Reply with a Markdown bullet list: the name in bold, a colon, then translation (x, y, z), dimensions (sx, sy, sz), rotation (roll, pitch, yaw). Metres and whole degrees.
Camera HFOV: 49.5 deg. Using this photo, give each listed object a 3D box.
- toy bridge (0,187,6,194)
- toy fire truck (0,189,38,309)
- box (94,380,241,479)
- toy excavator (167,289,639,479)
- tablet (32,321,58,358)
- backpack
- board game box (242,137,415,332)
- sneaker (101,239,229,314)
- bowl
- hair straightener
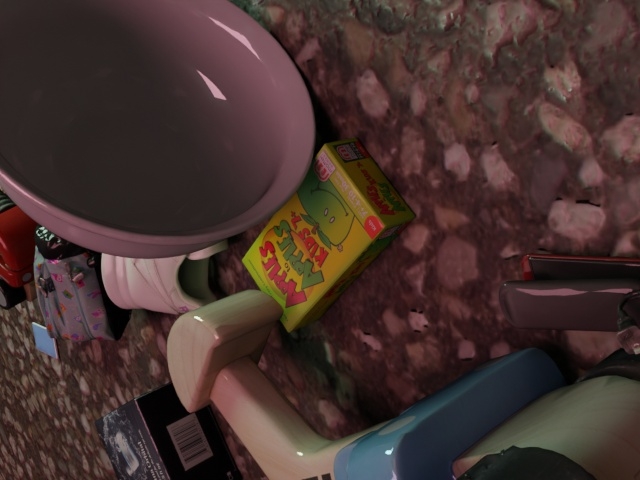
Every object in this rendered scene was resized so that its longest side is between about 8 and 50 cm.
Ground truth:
- **toy bridge**: translation (-0.495, -0.135, 1.121), dimensions (0.063, 0.026, 0.188), rotation (48, 132, 22)
- **toy fire truck**: translation (-0.470, -0.060, 1.036), dimensions (0.217, 0.158, 0.246), rotation (33, 136, 23)
- **box**: translation (-0.207, 0.280, 0.923), dimensions (0.158, 0.093, 0.155), rotation (-34, 79, 47)
- **toy excavator**: translation (0.065, 0.199, 0.521), dimensions (0.445, 0.222, 0.432), rotation (-34, 79, 48)
- **tablet**: translation (-0.493, 0.179, 1.243), dimensions (0.083, 0.006, 0.054), rotation (8, 109, 43)
- **backpack**: translation (-0.303, 0.043, 0.892), dimensions (0.115, 0.152, 0.181), rotation (0, 119, 1)
- **board game box**: translation (0.000, 0.000, 0.649), dimensions (0.092, 0.043, 0.181), rotation (55, 135, 16)
- **sneaker**: translation (-0.164, -0.059, 0.775), dimensions (0.152, 0.114, 0.304), rotation (11, 112, 22)
- **bowl**: translation (-0.164, -0.095, 0.614), dimensions (0.297, 0.298, 0.134), rotation (56, 143, 16)
- **hair straightener**: translation (0.213, 0.051, 0.419), dimensions (0.231, 0.089, 0.047), rotation (8, 124, 42)
